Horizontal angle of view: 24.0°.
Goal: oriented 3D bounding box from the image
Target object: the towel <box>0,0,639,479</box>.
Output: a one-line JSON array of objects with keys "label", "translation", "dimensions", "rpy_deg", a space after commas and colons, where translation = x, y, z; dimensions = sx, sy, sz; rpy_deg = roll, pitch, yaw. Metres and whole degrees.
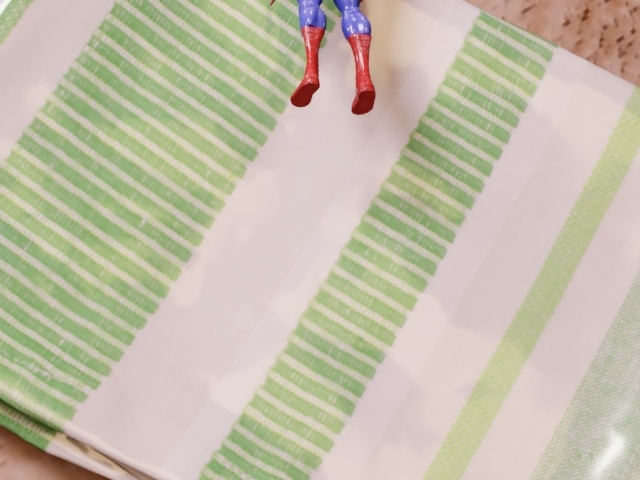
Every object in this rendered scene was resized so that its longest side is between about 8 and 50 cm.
[{"label": "towel", "translation": [0.000, 0.000, 0.569], "dimensions": [0.325, 0.038, 0.247], "rpy_deg": [29, 72, 4]}]

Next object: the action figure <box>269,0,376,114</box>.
[{"label": "action figure", "translation": [0.002, -0.102, 0.570], "dimensions": [0.038, 0.030, 0.115], "rpy_deg": [4, 67, -12]}]
